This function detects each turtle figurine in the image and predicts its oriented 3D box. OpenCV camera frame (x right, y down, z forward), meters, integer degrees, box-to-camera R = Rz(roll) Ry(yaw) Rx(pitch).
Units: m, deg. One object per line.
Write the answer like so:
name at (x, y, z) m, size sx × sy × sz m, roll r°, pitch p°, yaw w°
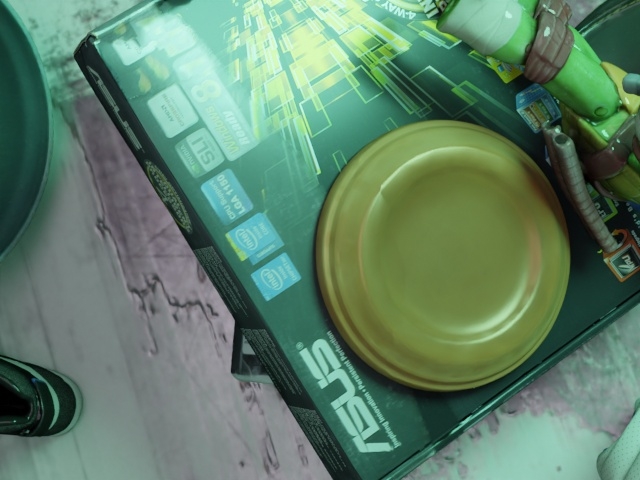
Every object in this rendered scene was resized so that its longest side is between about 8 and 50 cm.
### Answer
turtle figurine at (0.232, -0.139, 0.973) m, size 0.266 × 0.275 × 0.198 m, roll 35°, pitch 57°, yaw -6°

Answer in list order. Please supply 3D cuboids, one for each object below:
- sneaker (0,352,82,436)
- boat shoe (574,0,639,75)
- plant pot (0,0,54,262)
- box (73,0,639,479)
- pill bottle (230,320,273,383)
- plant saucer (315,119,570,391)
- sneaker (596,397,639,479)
sneaker at (-0.327, 0.120, 1.227) m, size 0.216 × 0.121 × 0.079 m, roll 11°, pitch 85°, yaw 13°
boat shoe at (0.344, -0.195, 1.112) m, size 0.355 × 0.130 × 0.132 m, roll -25°, pitch 79°, yaw 8°
plant pot at (-0.408, -0.098, 1.212) m, size 0.196 × 0.293 × 0.293 m, roll 2°, pitch 83°, yaw 40°
box at (0.049, -0.058, 1.067) m, size 0.318 × 0.097 × 0.395 m, roll -32°, pitch 97°, yaw -16°
pill bottle at (0.000, 0.000, 1.165) m, size 0.130 × 0.130 × 0.246 m, roll 4°, pitch 84°, yaw 13°
plant saucer at (0.096, 0.010, 1.010) m, size 0.200 × 0.037 × 0.200 m, roll 1°, pitch 88°, yaw -19°
sneaker at (0.364, 0.130, 1.073) m, size 0.322 × 0.236 × 0.130 m, roll -30°, pitch 119°, yaw -29°
